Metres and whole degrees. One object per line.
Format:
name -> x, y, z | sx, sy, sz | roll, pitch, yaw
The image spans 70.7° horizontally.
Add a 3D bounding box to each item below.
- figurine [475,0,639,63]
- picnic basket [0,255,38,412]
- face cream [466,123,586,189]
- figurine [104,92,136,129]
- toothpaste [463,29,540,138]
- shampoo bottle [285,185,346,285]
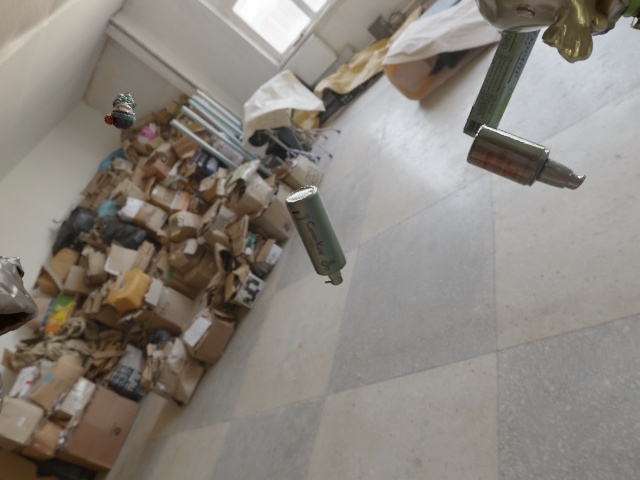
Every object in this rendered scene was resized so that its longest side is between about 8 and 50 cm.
figurine -> 0.420, -0.349, 0.653 | 0.227, 0.393, 0.275 | 86, -155, -68
picnic basket -> -0.646, 0.202, 0.747 | 0.338, 0.337, 0.293 | -59, -3, -9
face cream -> 0.474, -0.179, 1.040 | 0.101, 0.251, 0.101 | -50, -22, -29
figurine -> -0.430, -0.281, 0.973 | 0.047, 0.059, 0.106 | -59, 34, 38
toothpaste -> 0.487, -0.439, 1.207 | 0.067, 0.081, 0.337 | 35, 122, 32
shampoo bottle -> 0.000, 0.000, 1.100 | 0.085, 0.263, 0.085 | -19, 26, 9
